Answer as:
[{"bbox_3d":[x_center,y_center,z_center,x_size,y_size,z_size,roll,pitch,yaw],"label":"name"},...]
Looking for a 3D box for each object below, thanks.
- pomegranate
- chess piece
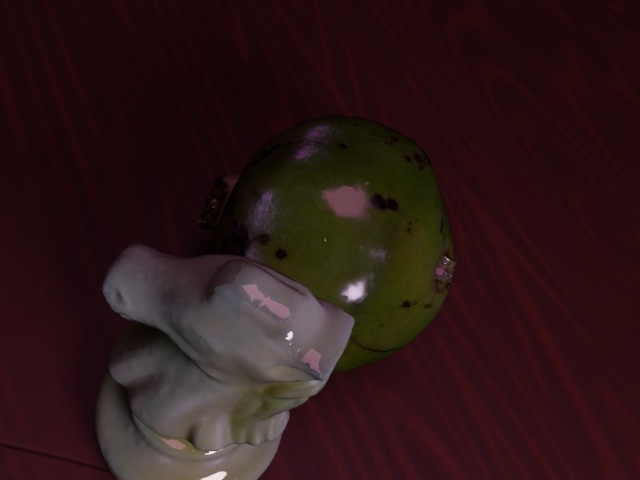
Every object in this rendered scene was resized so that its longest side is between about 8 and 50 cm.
[{"bbox_3d":[0.000,0.000,0.719,0.271,0.254,0.254,16,52,10],"label":"pomegranate"},{"bbox_3d":[-0.091,0.099,0.576,0.176,0.298,0.175,9,56,-13],"label":"chess piece"}]
